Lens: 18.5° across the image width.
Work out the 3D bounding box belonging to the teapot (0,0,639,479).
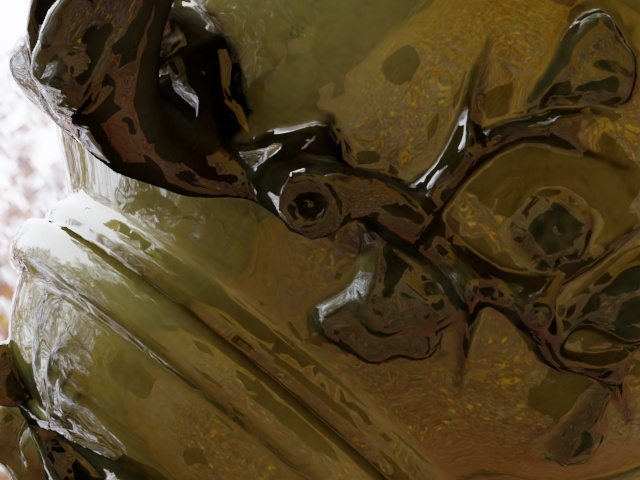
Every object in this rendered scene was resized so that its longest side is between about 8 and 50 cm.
[{"bbox_3d":[0.000,0.000,0.408,0.182,0.173,0.269,-51,-24,-10],"label":"teapot"}]
